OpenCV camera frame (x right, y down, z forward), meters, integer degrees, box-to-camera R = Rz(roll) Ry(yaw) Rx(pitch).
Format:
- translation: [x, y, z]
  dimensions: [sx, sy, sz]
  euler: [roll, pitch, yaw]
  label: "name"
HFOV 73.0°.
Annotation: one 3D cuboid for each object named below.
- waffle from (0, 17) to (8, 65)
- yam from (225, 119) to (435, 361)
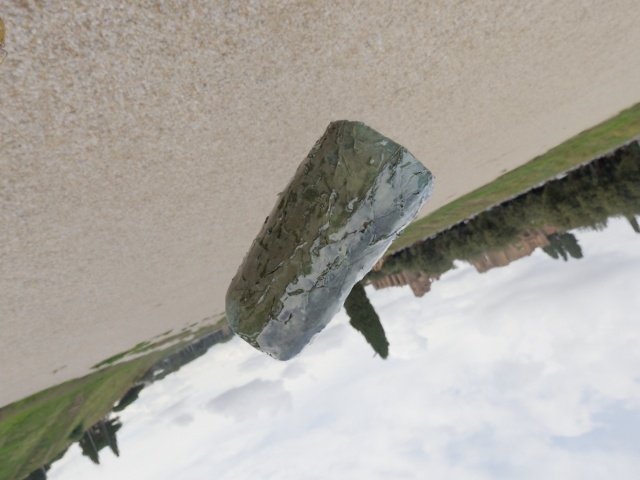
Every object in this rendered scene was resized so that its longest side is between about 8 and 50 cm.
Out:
- translation: [-0.516, -0.272, 0.409]
  dimensions: [0.224, 0.098, 0.327]
  euler: [12, 179, 6]
  label: "waffle"
- translation: [0.000, 0.000, 0.351]
  dimensions: [0.183, 0.107, 0.107]
  euler: [-54, 172, 7]
  label: "yam"
